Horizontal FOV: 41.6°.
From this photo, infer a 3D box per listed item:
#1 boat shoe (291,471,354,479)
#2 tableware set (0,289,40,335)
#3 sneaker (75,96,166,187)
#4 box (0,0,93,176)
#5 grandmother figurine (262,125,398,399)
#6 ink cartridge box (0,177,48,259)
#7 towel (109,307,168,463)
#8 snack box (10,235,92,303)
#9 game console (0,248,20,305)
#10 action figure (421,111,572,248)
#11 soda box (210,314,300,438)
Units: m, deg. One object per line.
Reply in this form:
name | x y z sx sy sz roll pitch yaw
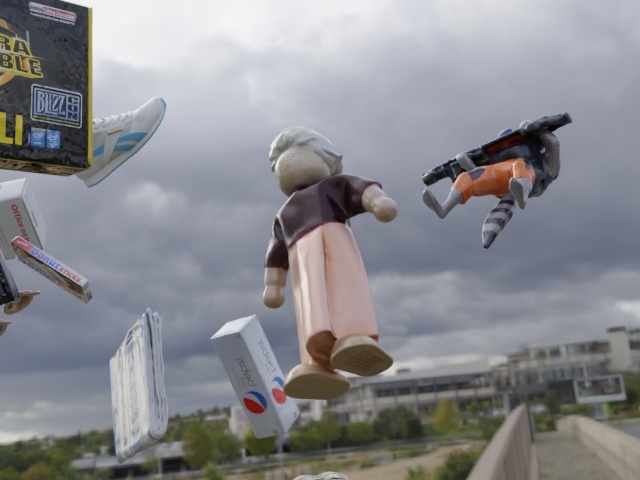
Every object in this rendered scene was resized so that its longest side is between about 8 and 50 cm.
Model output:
boat shoe | -0.003 0.405 1.351 0.048 0.056 0.153 -2 -5 39
tableware set | -0.542 0.126 1.374 0.168 0.020 0.141 -48 -19 15
sneaker | -0.397 -0.206 1.637 0.229 0.092 0.087 -41 23 0
box | -0.484 -0.235 1.183 0.322 0.257 0.079 5 -9 -41
grandmother figurine | 0.000 0.000 0.973 0.208 0.342 0.104 -29 -40 20
ink cartridge box | -0.734 -0.035 1.869 0.212 0.093 0.154 -11 -56 -1
towel | -0.311 0.256 1.428 0.034 0.209 0.285 2 -23 -25
snack box | -0.519 0.056 1.627 0.178 0.022 0.064 29 -33 14
game console | -0.450 0.035 1.093 0.071 0.122 0.107 -22 0 -14
action figure | 0.338 -0.108 1.653 0.341 0.178 0.330 -23 4 43
soda box | -0.118 0.251 1.550 0.069 0.216 0.074 -17 13 26
